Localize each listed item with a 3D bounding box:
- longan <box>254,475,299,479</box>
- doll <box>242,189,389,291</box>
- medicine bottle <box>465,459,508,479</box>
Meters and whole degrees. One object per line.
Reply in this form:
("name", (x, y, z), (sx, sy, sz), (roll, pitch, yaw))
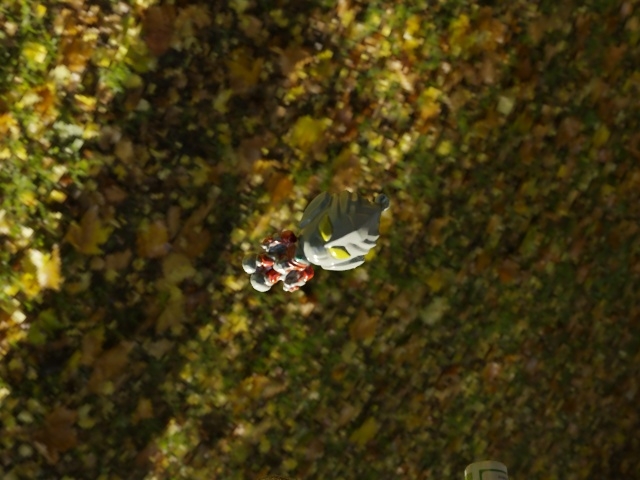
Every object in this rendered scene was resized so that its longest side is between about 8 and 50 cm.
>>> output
("longan", (-0.075, 0.467, 1.588), (0.212, 0.198, 0.198), (-49, 152, 16))
("doll", (0.000, 0.000, 1.116), (0.180, 0.079, 0.094), (-29, 103, -2))
("medicine bottle", (0.238, 0.423, 1.387), (0.092, 0.061, 0.220), (82, 6, -55))
